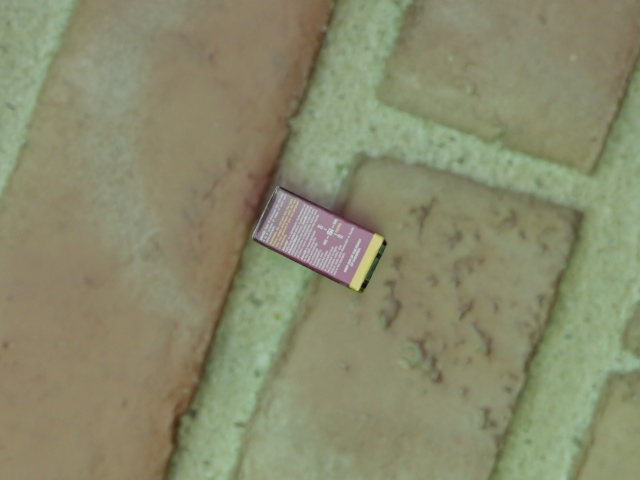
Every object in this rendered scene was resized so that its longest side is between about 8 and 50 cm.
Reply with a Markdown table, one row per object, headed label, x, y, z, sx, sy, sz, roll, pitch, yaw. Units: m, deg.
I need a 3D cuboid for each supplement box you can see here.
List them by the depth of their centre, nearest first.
| label | x | y | z | sx | sy | sz | roll | pitch | yaw |
| --- | --- | --- | --- | --- | --- | --- | --- | --- | --- |
| supplement box | 0.000 | 0.000 | 1.296 | 0.083 | 0.055 | 0.043 | 26 | 90 | 5 |
